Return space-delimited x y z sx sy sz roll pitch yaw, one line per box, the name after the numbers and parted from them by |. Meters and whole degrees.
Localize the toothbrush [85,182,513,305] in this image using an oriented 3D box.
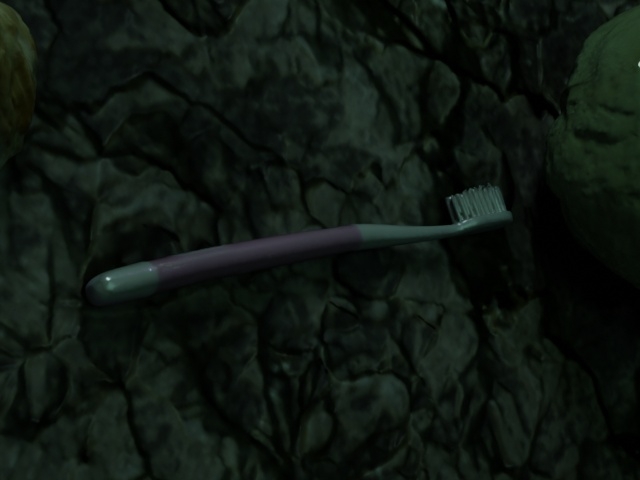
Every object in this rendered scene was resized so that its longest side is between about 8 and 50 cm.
0.000 0.000 0.818 0.286 0.020 0.025 -11 79 -43 | toothbrush

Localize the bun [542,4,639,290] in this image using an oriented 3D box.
0.216 -0.045 0.952 0.195 0.118 0.195 10 73 -33 | bun

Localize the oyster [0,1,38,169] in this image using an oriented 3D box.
-0.182 0.035 0.610 0.166 0.094 0.294 12 78 -48 | oyster
